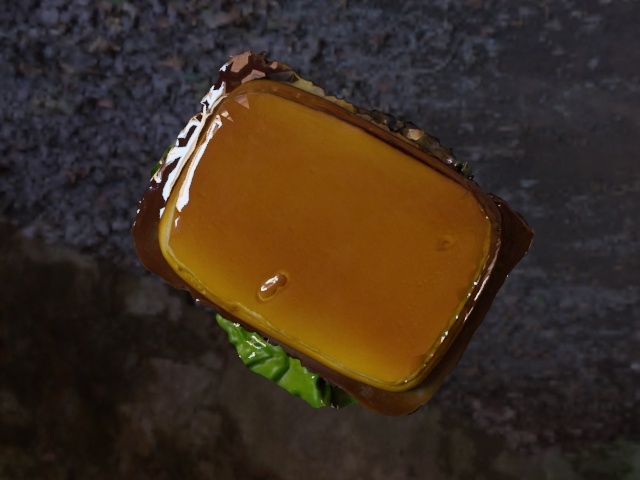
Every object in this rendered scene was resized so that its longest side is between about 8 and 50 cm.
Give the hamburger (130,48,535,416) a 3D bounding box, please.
[{"bbox_3d":[0.000,0.000,0.493,0.165,0.137,0.087,33,-174,1],"label":"hamburger"}]
